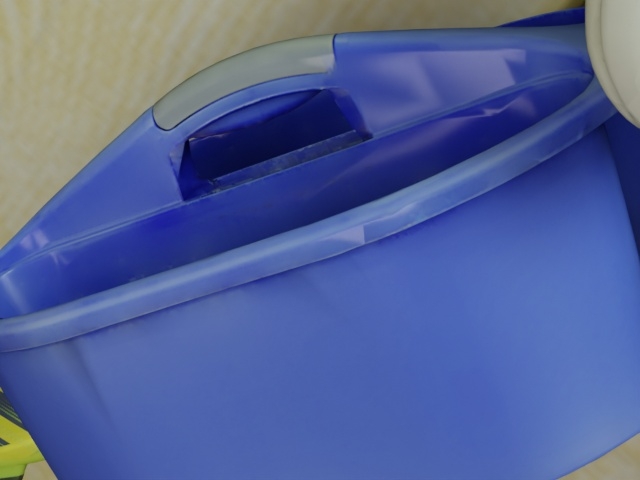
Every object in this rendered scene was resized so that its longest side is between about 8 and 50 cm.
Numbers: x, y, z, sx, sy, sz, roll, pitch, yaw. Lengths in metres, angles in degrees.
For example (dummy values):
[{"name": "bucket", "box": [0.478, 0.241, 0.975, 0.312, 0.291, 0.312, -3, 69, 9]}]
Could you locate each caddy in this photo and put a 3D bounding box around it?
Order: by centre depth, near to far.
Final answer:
[{"name": "caddy", "box": [0.000, 0.000, 0.653, 0.341, 0.241, 0.179, -18, 106, 24]}]

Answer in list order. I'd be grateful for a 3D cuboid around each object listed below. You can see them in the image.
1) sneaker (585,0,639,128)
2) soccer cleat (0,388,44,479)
[{"name": "sneaker", "box": [0.128, -0.131, 0.551, 0.123, 0.290, 0.106, -17, 126, 40]}, {"name": "soccer cleat", "box": [-0.208, 0.071, 0.838, 0.289, 0.093, 0.121, -9, 102, 23]}]
